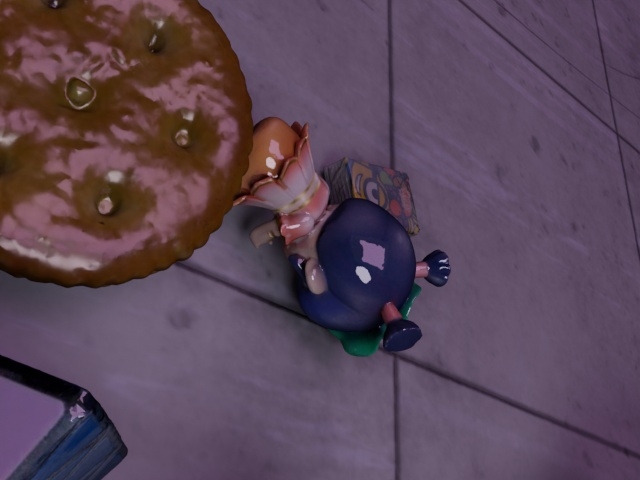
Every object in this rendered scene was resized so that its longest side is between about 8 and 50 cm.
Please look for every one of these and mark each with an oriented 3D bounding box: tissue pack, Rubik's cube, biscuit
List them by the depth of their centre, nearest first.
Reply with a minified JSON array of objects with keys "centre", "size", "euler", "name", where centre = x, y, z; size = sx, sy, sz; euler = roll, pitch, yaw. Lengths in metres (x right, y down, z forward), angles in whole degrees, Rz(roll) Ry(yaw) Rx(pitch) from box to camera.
[{"centre":[-0.145,0.110,0.332],"size":[0.211,0.178,0.190],"euler":[33,51,-30],"name":"Rubik's cube"},{"centre":[-0.143,-0.075,0.490],"size":[0.220,0.066,0.220],"euler":[10,68,-26],"name":"biscuit"},{"centre":[0.044,-0.032,0.720],"size":[0.083,0.035,0.063],"euler":[11,62,-46],"name":"tissue pack"}]

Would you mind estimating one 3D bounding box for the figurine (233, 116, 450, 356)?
[{"centre":[0.000,0.000,0.602],"size":[0.195,0.102,0.111],"euler":[47,44,-20],"name":"figurine"}]
